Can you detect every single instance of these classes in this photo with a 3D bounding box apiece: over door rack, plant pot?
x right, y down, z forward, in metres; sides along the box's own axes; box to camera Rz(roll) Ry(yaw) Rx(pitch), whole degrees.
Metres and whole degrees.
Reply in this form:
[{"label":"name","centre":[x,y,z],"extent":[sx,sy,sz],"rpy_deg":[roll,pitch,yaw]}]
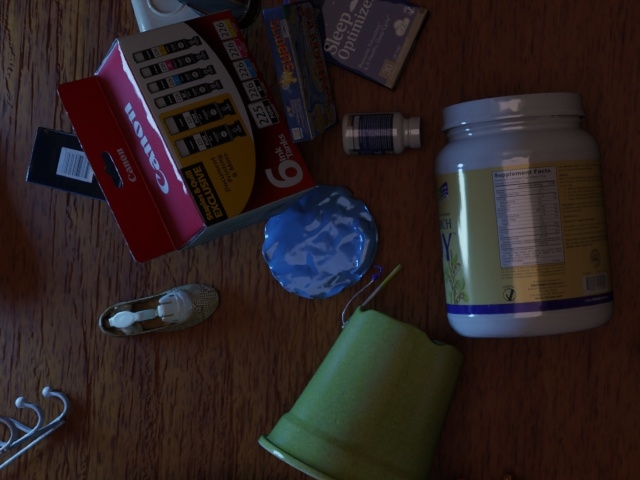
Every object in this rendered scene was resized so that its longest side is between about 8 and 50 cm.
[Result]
[{"label":"over door rack","centre":[-0.571,0.369,1.787],"extent":[0.108,0.239,0.324],"rpy_deg":[44,98,5]},{"label":"plant pot","centre":[0.086,0.246,1.662],"extent":[0.276,0.276,0.253],"rpy_deg":[25,85,10]}]

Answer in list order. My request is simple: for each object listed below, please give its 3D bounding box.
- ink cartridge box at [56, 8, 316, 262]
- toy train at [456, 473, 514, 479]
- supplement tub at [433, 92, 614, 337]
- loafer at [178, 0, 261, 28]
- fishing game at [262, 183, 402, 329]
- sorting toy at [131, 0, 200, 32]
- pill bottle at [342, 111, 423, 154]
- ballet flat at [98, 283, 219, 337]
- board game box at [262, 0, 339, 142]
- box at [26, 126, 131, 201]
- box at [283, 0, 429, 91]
[{"label":"ink cartridge box","centre":[-0.202,-0.156,1.662],"extent":[0.272,0.130,0.309],"rpy_deg":[-23,84,-32]},{"label":"toy train","centre":[0.239,0.379,1.683],"extent":[0.125,0.166,0.046],"rpy_deg":[-16,77,35]},{"label":"supplement tub","centre":[0.290,-0.035,1.607],"extent":[0.241,0.241,0.331],"rpy_deg":[-5,90,11]},{"label":"loafer","centre":[-0.197,-0.396,1.741],"extent":[0.220,0.078,0.080],"rpy_deg":[26,100,13]},{"label":"fishing game","centre":[0.000,0.000,1.770],"extent":[0.264,0.041,0.189],"rpy_deg":[38,90,14]},{"label":"sorting toy","centre":[-0.223,-0.449,1.808],"extent":[0.208,0.038,0.193],"rpy_deg":[-17,88,16]},{"label":"pill bottle","centre":[0.097,-0.167,1.731],"extent":[0.120,0.067,0.067],"rpy_deg":[0,91,12]},{"label":"ballet flat","centre":[-0.267,0.120,1.809],"extent":[0.206,0.067,0.073],"rpy_deg":[-17,88,11]},{"label":"board game box","centre":[-0.028,-0.260,1.691],"extent":[0.035,0.136,0.201],"rpy_deg":[-8,104,21]},{"label":"box","centre":[-0.358,-0.116,1.776],"extent":[0.156,0.158,0.093],"rpy_deg":[14,93,11]},{"label":"box","centre":[0.042,-0.343,1.755],"extent":[0.225,0.036,0.136],"rpy_deg":[25,96,11]}]
